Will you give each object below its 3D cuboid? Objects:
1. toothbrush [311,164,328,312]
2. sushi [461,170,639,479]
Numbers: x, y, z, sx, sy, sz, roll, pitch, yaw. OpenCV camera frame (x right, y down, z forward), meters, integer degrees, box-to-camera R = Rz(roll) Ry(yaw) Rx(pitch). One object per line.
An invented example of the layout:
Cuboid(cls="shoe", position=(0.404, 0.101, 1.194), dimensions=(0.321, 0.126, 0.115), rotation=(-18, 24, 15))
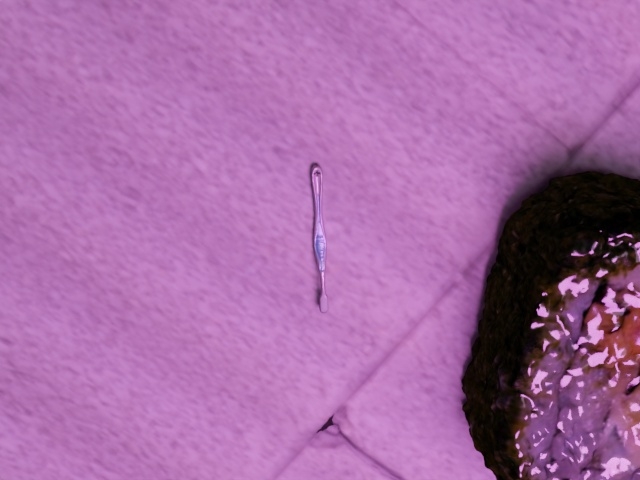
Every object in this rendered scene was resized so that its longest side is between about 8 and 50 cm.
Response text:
Cuboid(cls="toothbrush", position=(0.000, 0.000, 1.616), dimensions=(0.014, 0.017, 0.162), rotation=(-6, 114, -8))
Cuboid(cls="sushi", position=(0.314, 0.118, 1.633), dimensions=(0.294, 0.178, 0.352), rotation=(4, 113, -13))
